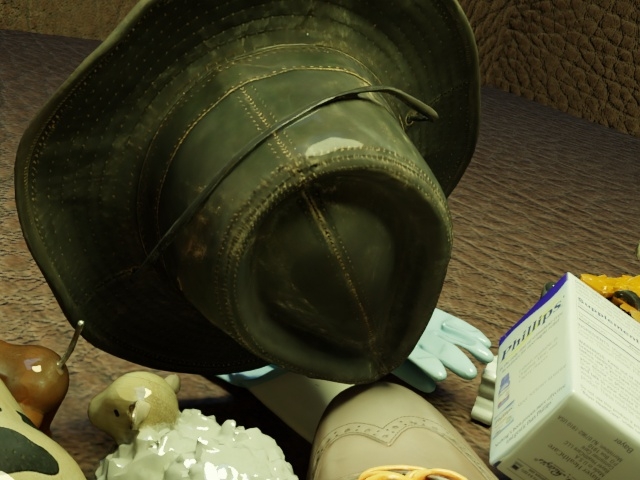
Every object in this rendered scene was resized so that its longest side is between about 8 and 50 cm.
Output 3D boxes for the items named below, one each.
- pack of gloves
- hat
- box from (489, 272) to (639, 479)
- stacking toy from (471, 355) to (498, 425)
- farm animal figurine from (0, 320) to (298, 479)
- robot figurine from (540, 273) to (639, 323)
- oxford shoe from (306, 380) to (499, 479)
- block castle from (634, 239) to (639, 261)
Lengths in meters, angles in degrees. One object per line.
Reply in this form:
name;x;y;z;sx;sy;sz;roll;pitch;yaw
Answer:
pack of gloves;0.006;0.094;0.712;0.195;0.046;0.232;-21;27;-34
hat;0.000;0.000;0.520;0.331;0.331;0.134;-3;39;-37
box;0.175;0.106;0.534;0.126;0.072;0.137;36;29;-4
stacking toy;0.165;0.156;0.602;0.167;0.052;0.221;19;20;22
farm animal figurine;-0.211;0.086;0.391;0.327;0.172;0.330;23;21;31
robot figurine;0.321;0.112;0.776;0.211;0.085;0.291;3;21;-26
oxford shoe;0.055;0.143;0.402;0.130;0.132;0.363;-10;21;-5
block castle;0.407;0.064;0.483;0.303;0.212;0.453;10;35;-12
